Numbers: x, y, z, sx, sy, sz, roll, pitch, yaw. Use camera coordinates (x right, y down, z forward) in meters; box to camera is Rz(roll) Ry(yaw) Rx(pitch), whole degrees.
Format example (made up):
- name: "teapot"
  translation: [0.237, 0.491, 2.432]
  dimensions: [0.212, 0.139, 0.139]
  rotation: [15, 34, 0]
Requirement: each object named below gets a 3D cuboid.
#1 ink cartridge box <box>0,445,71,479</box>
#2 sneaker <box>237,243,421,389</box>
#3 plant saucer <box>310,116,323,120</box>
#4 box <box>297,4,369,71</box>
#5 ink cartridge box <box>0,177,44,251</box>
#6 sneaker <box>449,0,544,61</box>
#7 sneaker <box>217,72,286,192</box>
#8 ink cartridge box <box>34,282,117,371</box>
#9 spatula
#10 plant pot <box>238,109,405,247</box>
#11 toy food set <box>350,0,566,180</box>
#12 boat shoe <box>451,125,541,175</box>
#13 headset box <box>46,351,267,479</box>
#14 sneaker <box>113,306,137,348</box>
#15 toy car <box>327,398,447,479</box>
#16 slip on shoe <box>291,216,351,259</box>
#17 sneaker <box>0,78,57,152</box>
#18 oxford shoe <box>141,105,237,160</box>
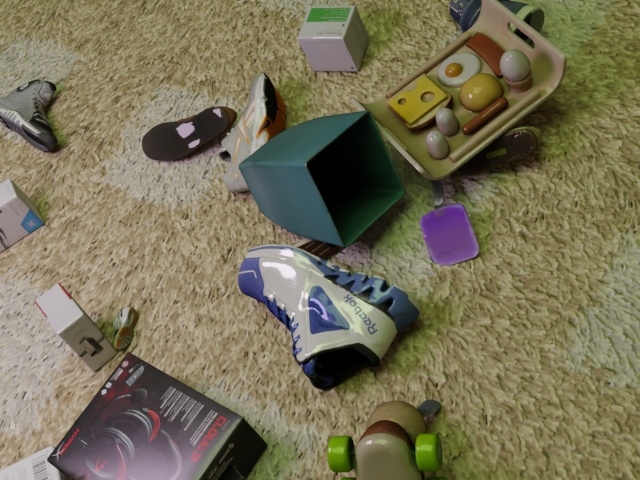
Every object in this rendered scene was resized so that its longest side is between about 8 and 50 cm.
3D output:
- name: "ink cartridge box"
  translation: [-0.492, 0.497, 1.704]
  dimensions: [0.238, 0.060, 0.275]
  rotation: [-27, 52, 5]
- name: "sneaker"
  translation: [-0.017, 0.128, 1.711]
  dimensions: [0.315, 0.127, 0.182]
  rotation: [15, 62, 29]
- name: "plant saucer"
  translation: [-0.002, -0.174, 1.982]
  dimensions: [0.119, 0.021, 0.119]
  rotation: [-11, 53, 15]
- name: "box"
  translation: [0.025, -0.387, 2.066]
  dimensions: [0.101, 0.102, 0.087]
  rotation: [5, 61, 25]
- name: "ink cartridge box"
  translation: [-0.648, -0.028, 2.105]
  dimensions: [0.180, 0.104, 0.060]
  rotation: [-34, 52, -1]
- name: "sneaker"
  translation: [0.273, -0.357, 1.948]
  dimensions: [0.163, 0.086, 0.226]
  rotation: [34, 74, 36]
- name: "sneaker"
  translation: [-0.136, -0.203, 2.015]
  dimensions: [0.121, 0.099, 0.263]
  rotation: [-14, 52, 20]
- name: "ink cartridge box"
  translation: [-0.422, 0.151, 1.864]
  dimensions: [0.056, 0.135, 0.099]
  rotation: [-39, 52, -10]
- name: "spatula"
  translation: [0.192, -0.098, 1.805]
  dimensions: [0.084, 0.030, 0.297]
  rotation: [-20, 62, 18]
- name: "plant pot"
  translation: [-0.015, -0.110, 1.831]
  dimensions: [0.234, 0.166, 0.165]
  rotation: [8, 41, 49]
- name: "toy food set"
  translation: [0.225, -0.262, 1.794]
  dimensions: [0.306, 0.092, 0.220]
  rotation: [-37, 54, -4]
- name: "boat shoe"
  translation: [0.285, -0.156, 1.828]
  dimensions: [0.189, 0.068, 0.072]
  rotation: [-7, 20, 29]
- name: "headset box"
  translation: [-0.243, 0.336, 1.674]
  dimensions: [0.293, 0.110, 0.218]
  rotation: [24, 68, 34]
- name: "sneaker"
  translation: [-0.351, 0.157, 1.901]
  dimensions: [0.036, 0.032, 0.083]
  rotation: [-10, 48, 33]
- name: "toy car"
  translation: [0.111, 0.295, 1.568]
  dimensions: [0.155, 0.149, 0.188]
  rotation: [-4, 27, 17]
- name: "slip on shoe"
  translation: [0.000, 0.000, 1.846]
  dimensions: [0.135, 0.051, 0.041]
  rotation: [-33, 28, 1]
- name: "sneaker"
  translation: [-0.596, -0.279, 2.271]
  dimensions: [0.228, 0.086, 0.132]
  rotation: [31, 71, 37]
- name: "oxford shoe"
  translation: [-0.252, -0.206, 2.091]
  dimensions: [0.212, 0.076, 0.076]
  rotation: [-15, 97, 26]
